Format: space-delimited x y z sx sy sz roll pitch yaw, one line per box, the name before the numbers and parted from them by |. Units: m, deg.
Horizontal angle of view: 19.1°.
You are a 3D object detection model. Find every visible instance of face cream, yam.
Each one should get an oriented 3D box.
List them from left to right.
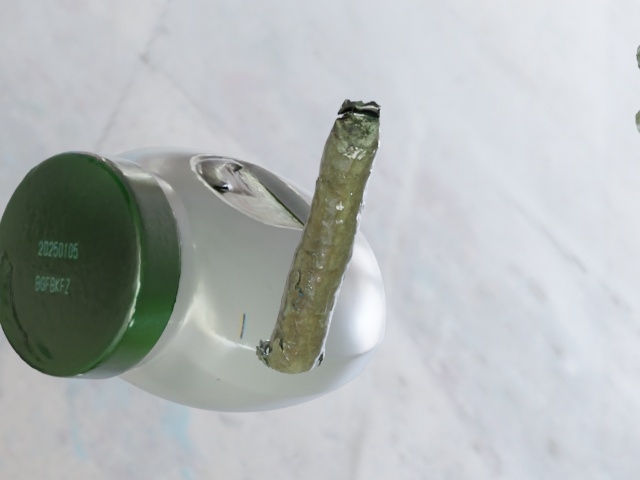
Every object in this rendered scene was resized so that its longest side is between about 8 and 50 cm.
face cream | -0.118 0.036 1.842 0.357 0.219 0.312 6 32 -49
yam | 0.000 0.000 0.802 0.033 0.129 0.027 -1 36 -21

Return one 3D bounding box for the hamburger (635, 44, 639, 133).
hamburger | 0.204 -0.054 0.822 0.140 0.133 0.062 22 73 -58
